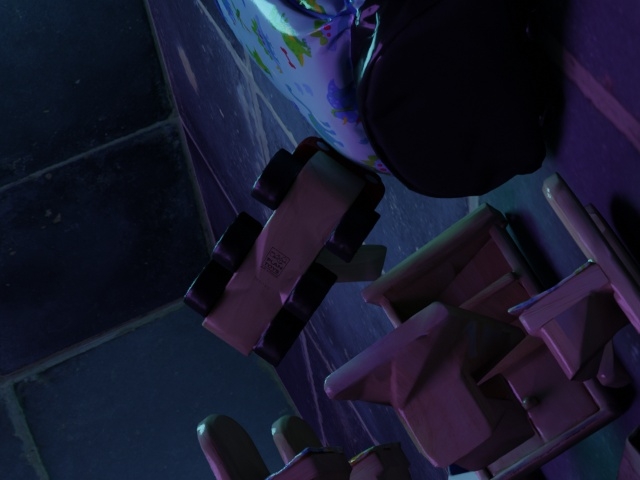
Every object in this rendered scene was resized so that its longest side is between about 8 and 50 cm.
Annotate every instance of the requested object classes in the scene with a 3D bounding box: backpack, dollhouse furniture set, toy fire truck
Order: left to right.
[{"bbox_3d":[0.000,0.000,1.198,0.158,0.217,0.246,34,-156,1],"label":"toy fire truck"},{"bbox_3d":[0.035,-0.226,1.066,0.290,0.273,0.355,57,-167,-57],"label":"backpack"},{"bbox_3d":[0.114,0.087,1.053,0.256,0.362,0.394,59,-164,22],"label":"dollhouse furniture set"}]

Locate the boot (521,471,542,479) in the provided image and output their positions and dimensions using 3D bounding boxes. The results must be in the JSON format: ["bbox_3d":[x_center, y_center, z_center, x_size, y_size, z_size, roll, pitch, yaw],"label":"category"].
[{"bbox_3d":[0.295,0.334,1.465,0.106,0.037,0.114,53,171,-1],"label":"boot"}]

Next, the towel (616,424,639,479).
[{"bbox_3d":[0.392,0.372,1.124,0.324,0.056,0.312,78,166,-53],"label":"towel"}]

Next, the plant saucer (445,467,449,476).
[{"bbox_3d":[0.252,0.356,1.671,0.310,0.050,0.310,60,166,25],"label":"plant saucer"}]

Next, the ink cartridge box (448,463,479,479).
[{"bbox_3d":[0.253,0.388,1.235,0.304,0.072,0.307,40,-145,-24],"label":"ink cartridge box"}]
